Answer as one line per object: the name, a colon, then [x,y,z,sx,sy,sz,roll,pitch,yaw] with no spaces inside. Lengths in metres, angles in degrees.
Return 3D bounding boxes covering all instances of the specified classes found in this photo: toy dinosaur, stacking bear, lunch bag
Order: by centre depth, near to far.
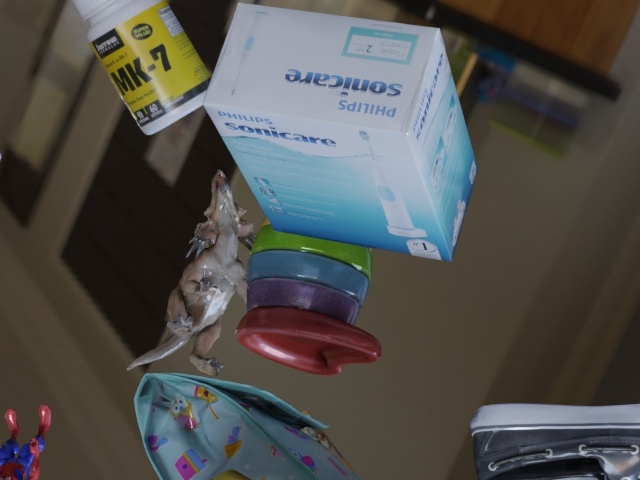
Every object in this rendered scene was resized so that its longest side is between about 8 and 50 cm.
lunch bag: [-0.061,0.243,1.576,0.262,0.160,0.223,46,-177,27]
stacking bear: [0.000,0.000,1.919,0.164,0.289,0.175,19,160,-20]
toy dinosaur: [-0.167,0.068,2.234,0.127,0.296,0.200,31,-169,-30]

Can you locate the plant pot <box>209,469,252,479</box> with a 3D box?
plant pot: [-0.079,0.318,1.264,0.187,0.212,0.212,51,156,27]

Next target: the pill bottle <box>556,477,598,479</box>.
pill bottle: [0.393,0.333,1.759,0.392,0.224,0.224,5,-163,-28]

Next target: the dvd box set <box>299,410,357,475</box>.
dvd box set: [0.011,0.486,2.101,0.062,0.308,0.420,-9,-126,-51]

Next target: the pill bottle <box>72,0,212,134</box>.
pill bottle: [-0.238,-0.258,2.080,0.208,0.119,0.119,59,-175,-9]

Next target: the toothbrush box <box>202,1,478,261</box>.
toothbrush box: [0.030,-0.107,1.619,0.216,0.126,0.295,10,158,19]

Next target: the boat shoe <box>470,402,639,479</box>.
boat shoe: [0.236,0.177,1.275,0.228,0.076,0.080,2,158,7]

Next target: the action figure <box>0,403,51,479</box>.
action figure: [-0.197,0.142,0.997,0.038,0.030,0.115,-4,-154,0]
